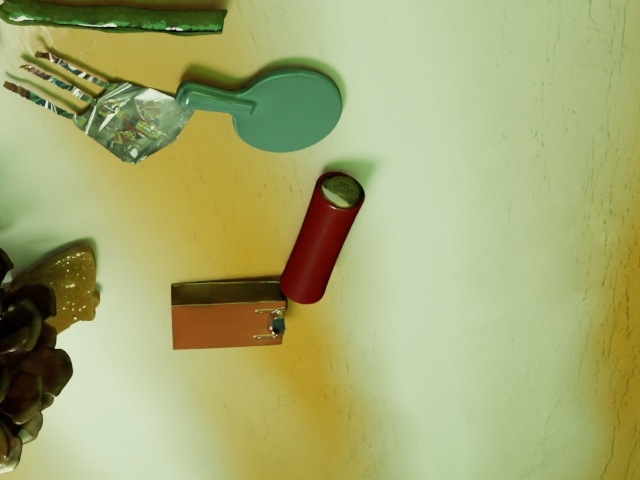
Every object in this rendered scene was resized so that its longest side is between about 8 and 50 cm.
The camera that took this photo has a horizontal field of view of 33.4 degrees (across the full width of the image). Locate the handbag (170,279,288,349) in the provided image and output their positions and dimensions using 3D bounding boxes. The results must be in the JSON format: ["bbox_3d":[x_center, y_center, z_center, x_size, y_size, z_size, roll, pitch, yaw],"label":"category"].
[{"bbox_3d":[-0.151,0.123,1.761,0.190,0.063,0.127,-2,139,-7],"label":"handbag"}]

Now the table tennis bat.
[{"bbox_3d":[-0.081,-0.180,1.435,0.237,0.038,0.149,5,139,-27],"label":"table tennis bat"}]

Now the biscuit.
[{"bbox_3d":[-0.416,0.086,1.659,0.162,0.035,0.250,14,135,-36],"label":"biscuit"}]

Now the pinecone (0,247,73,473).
[{"bbox_3d":[-0.537,0.141,1.419,0.384,0.384,0.384,-8,141,-6],"label":"pinecone"}]

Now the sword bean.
[{"bbox_3d":[-0.247,-0.268,1.280,0.269,0.038,0.043,1,145,-14],"label":"sword bean"}]

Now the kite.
[{"bbox_3d":[-0.288,-0.176,1.395,0.141,0.015,0.245,-39,138,27],"label":"kite"}]

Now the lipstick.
[{"bbox_3d":[0.000,0.000,1.637,0.080,0.080,0.241,2,139,-18],"label":"lipstick"}]
